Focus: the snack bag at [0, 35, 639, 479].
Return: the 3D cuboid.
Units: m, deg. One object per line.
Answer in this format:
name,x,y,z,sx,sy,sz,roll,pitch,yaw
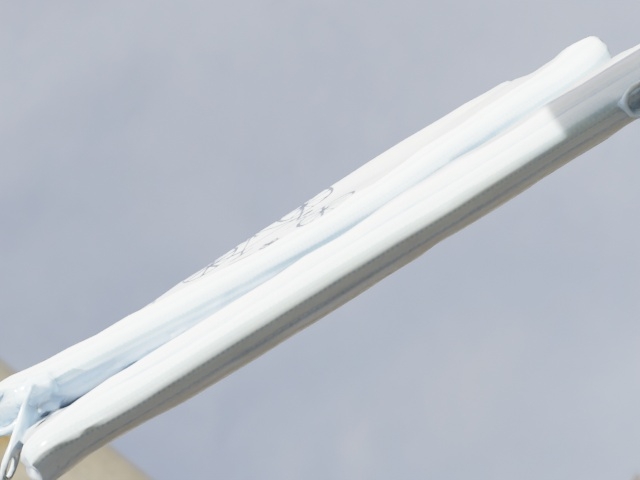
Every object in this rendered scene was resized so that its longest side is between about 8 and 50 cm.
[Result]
snack bag,0.000,0.000,0.820,0.323,0.037,0.342,-31,2,-7
